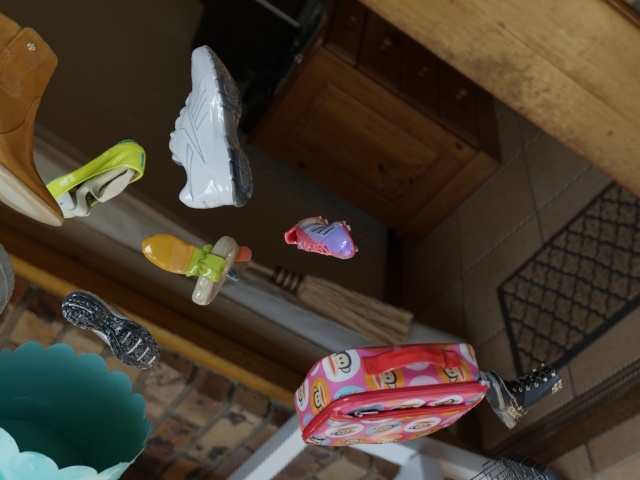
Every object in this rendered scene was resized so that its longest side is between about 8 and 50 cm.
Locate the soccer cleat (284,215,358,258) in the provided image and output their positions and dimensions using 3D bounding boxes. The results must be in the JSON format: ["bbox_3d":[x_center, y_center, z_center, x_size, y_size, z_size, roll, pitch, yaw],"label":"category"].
[{"bbox_3d":[0.000,0.000,1.399,0.095,0.083,0.248,-24,17,-14],"label":"soccer cleat"}]

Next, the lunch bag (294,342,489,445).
[{"bbox_3d":[0.121,0.246,1.107,0.258,0.293,0.120,120,143,-50],"label":"lunch bag"}]

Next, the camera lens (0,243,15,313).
[{"bbox_3d":[-0.646,0.100,1.043,0.219,0.219,0.274,-53,7,24],"label":"camera lens"}]

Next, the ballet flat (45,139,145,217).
[{"bbox_3d":[-0.391,-0.086,1.124,0.231,0.077,0.077,-30,59,11],"label":"ballet flat"}]

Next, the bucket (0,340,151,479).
[{"bbox_3d":[-0.432,0.317,1.057,0.183,0.281,0.281,-54,17,17],"label":"bucket"}]

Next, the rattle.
[{"bbox_3d":[-0.212,0.030,1.176,0.200,0.142,0.130,-68,-16,-70],"label":"rattle"}]

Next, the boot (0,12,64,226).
[{"bbox_3d":[-0.432,-0.183,0.954,0.104,0.295,0.211,-5,47,42],"label":"boot"}]

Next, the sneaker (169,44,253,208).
[{"bbox_3d":[-0.201,-0.194,1.138,0.111,0.129,0.297,36,-135,-69],"label":"sneaker"}]

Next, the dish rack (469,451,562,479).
[{"bbox_3d":[0.338,0.526,1.338,0.271,0.074,0.208,-29,-4,-13],"label":"dish rack"}]

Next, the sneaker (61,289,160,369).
[{"bbox_3d":[-0.505,0.211,1.640,0.100,0.271,0.108,-49,13,-4],"label":"sneaker"}]

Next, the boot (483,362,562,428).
[{"bbox_3d":[0.496,0.352,1.645,0.178,0.236,0.085,-35,42,-3],"label":"boot"}]
